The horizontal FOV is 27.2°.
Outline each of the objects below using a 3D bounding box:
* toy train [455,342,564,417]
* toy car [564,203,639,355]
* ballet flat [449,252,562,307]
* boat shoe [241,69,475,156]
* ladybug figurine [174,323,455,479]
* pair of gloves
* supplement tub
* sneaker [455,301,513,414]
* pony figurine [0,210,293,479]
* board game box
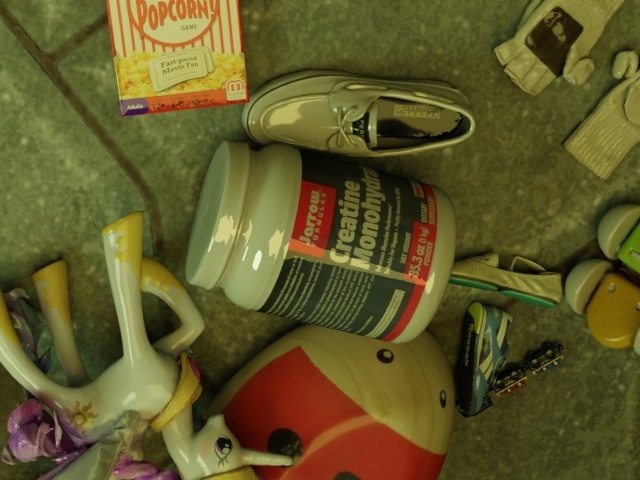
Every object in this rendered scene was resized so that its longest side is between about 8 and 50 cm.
[{"bbox_3d":[0.246,0.181,1.701,0.158,0.027,0.036,-32,116,3],"label":"toy train"},{"bbox_3d":[0.408,0.053,1.631,0.136,0.159,0.182,11,112,-50],"label":"toy car"},{"bbox_3d":[0.223,0.042,1.640,0.168,0.057,0.052,15,79,-18],"label":"ballet flat"},{"bbox_3d":[0.046,-0.137,1.515,0.267,0.088,0.096,2,110,-11],"label":"boat shoe"},{"bbox_3d":[-0.007,0.293,1.627,0.305,0.162,0.449,32,102,-19],"label":"ladybug figurine"},{"bbox_3d":[0.340,-0.209,1.563,0.204,0.042,0.240,-42,112,7],"label":"pair of gloves"},{"bbox_3d":[0.000,0.000,1.503,0.272,0.191,0.191,14,107,-15],"label":"supplement tub"},{"bbox_3d":[0.208,0.151,1.662,0.059,0.053,0.144,6,100,-23],"label":"sneaker"},{"bbox_3d":[-0.251,0.198,1.497,0.351,0.303,0.363,-27,89,2],"label":"pony figurine"},{"bbox_3d":[-0.161,-0.242,1.464,0.146,0.045,0.193,-8,111,-7],"label":"board game box"}]
